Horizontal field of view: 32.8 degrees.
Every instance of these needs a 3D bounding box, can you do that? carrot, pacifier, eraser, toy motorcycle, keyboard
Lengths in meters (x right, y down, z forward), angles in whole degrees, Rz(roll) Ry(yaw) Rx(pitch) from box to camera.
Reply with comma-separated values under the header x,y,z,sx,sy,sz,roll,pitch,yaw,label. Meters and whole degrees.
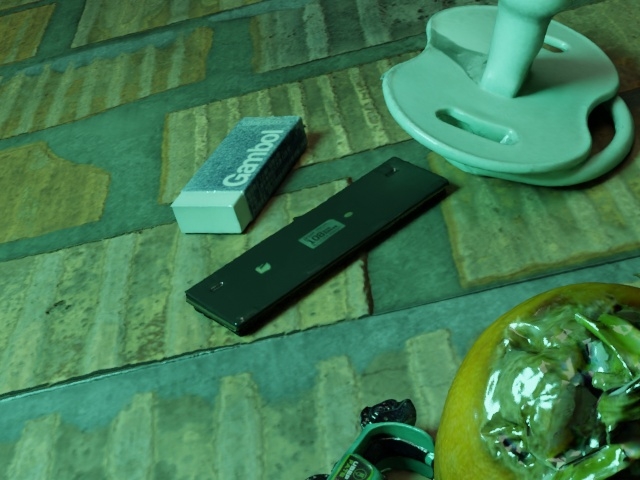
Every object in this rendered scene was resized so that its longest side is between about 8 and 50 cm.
x,y,z,sx,sy,sz,roll,pitch,yaw,label
0.170,0.135,0.676,0.193,0.331,0.214,-10,64,-3,carrot
0.233,-0.212,1.213,0.288,0.269,0.343,22,45,10,pacifier
-0.097,-0.084,1.348,0.091,0.046,0.212,1,36,25,eraser
0.047,0.190,0.847,0.100,0.058,0.173,14,43,28,toy motorcycle
0.000,0.000,1.193,0.317,0.027,0.106,-34,39,-27,keyboard
